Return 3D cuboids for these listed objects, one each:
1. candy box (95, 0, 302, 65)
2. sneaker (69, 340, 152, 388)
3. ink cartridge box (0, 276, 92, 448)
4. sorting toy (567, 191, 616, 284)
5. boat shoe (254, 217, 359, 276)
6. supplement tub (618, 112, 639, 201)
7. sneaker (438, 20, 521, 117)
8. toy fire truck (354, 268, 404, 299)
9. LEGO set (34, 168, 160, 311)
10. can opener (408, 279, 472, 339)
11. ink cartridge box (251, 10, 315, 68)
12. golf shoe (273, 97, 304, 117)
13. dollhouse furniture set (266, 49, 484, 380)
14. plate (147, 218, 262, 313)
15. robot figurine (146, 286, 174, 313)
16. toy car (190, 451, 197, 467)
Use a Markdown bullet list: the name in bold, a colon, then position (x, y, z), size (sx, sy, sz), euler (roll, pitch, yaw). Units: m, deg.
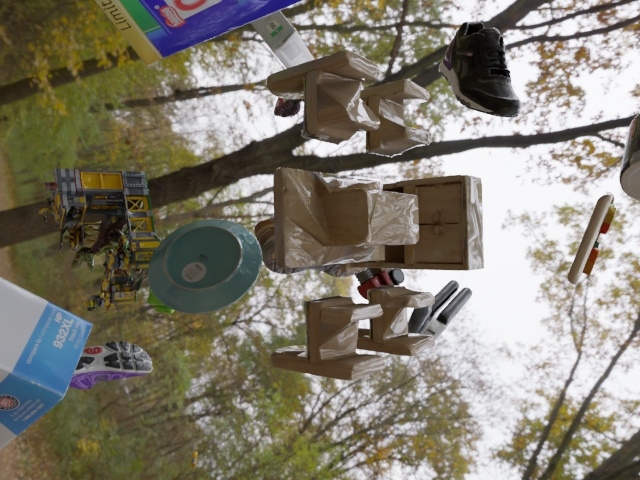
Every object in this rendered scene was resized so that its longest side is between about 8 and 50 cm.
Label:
- **candy box**: position (-0.088, -0.332, 0.428), size (0.268, 0.317, 0.122), euler (57, 14, -72)
- **sneaker**: position (-0.376, 0.217, 0.834), size (0.071, 0.170, 0.068), euler (-63, -142, 28)
- **ink cartridge box**: position (-0.498, 0.131, 0.612), size (0.223, 0.307, 0.129), euler (-36, -147, 24)
- **sorting toy**: position (0.590, -0.008, 1.048), size (0.038, 0.208, 0.192), euler (23, -72, 29)
- **boat shoe**: position (0.000, 0.000, 1.066), size (0.116, 0.324, 0.123), euler (51, -60, 39)
- **supplement tub**: position (0.619, -0.167, 0.887), size (0.117, 0.190, 0.117), euler (23, -31, 15)
- **sneaker**: position (0.322, -0.352, 0.977), size (0.283, 0.107, 0.124), euler (-106, -157, -47)
- **toy fire truck**: position (0.144, 0.099, 1.623), size (0.158, 0.246, 0.217), euler (-36, -101, 49)
- **LEGO set**: position (-0.461, 0.004, 0.981), size (0.331, 0.192, 0.254), euler (-30, -112, 53)
- **can opener**: position (0.283, 0.156, 1.150), size (0.076, 0.283, 0.095), euler (31, -52, 25)
- **ink cartridge box**: position (-0.103, -0.388, 0.826), size (0.224, 0.056, 0.181), euler (51, 10, 5)
- **golf shoe**: position (-0.081, -0.415, 1.393), size (0.186, 0.068, 0.085), euler (-29, -120, 57)
- **dollhouse furniture set**: position (0.050, -0.027, 0.747), size (0.257, 0.394, 0.361), euler (-2, -90, 40)
- **plate**: position (-0.190, 0.032, 0.798), size (0.188, 0.188, 0.024), euler (53, -20, 32)
- **robot figurine**: position (-0.261, 0.075, 0.879), size (0.067, 0.115, 0.101), euler (-2, -44, 29)
- **toy car**: position (-0.282, 0.445, 0.928), size (0.060, 0.122, 0.040), euler (17, -58, 6)
